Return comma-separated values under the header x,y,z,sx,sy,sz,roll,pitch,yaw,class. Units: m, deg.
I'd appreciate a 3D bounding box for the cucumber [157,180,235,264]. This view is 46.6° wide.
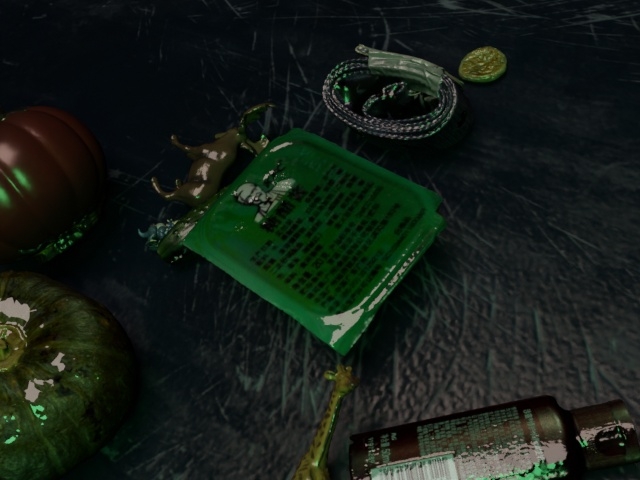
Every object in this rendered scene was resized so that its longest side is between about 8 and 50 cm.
x,y,z,sx,sy,sz,roll,pitch,yaw,class
-0.168,-0.039,1.215,0.227,0.069,0.069,-39,53,-10,cucumber

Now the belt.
x,y,z,sx,sy,sz,roll,pitch,yaw,class
0.126,-0.217,1.190,0.231,0.126,0.139,17,89,28,belt

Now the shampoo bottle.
x,y,z,sx,sy,sz,roll,pitch,yaw,class
0.199,0.255,0.873,0.323,0.084,0.129,-15,43,9,shampoo bottle

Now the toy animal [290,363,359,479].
x,y,z,sx,sy,sz,roll,pitch,yaw,class
-0.005,0.290,0.897,0.054,0.149,0.275,19,65,-13,toy animal

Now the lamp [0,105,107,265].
x,y,z,sx,sy,sz,roll,pitch,yaw,class
-0.505,-0.092,1.248,0.303,0.257,0.303,-32,16,10,lamp

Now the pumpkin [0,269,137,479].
x,y,z,sx,sy,sz,roll,pitch,yaw,class
-0.382,0.215,1.062,0.232,0.242,0.324,13,54,-6,pumpkin

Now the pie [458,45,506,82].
x,y,z,sx,sy,sz,roll,pitch,yaw,class
0.274,-0.293,1.247,0.084,0.021,0.084,-12,51,16,pie

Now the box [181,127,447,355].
x,y,z,sx,sy,sz,roll,pitch,yaw,class
0.000,0.000,1.101,0.337,0.106,0.264,31,72,34,box

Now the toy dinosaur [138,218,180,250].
x,y,z,sx,sy,sz,roll,pitch,yaw,class
-0.268,-0.012,1.253,0.083,0.030,0.047,-13,53,10,toy dinosaur

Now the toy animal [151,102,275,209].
x,y,z,sx,sy,sz,roll,pitch,yaw,class
-0.169,-0.142,1.277,0.186,0.094,0.214,8,68,30,toy animal
